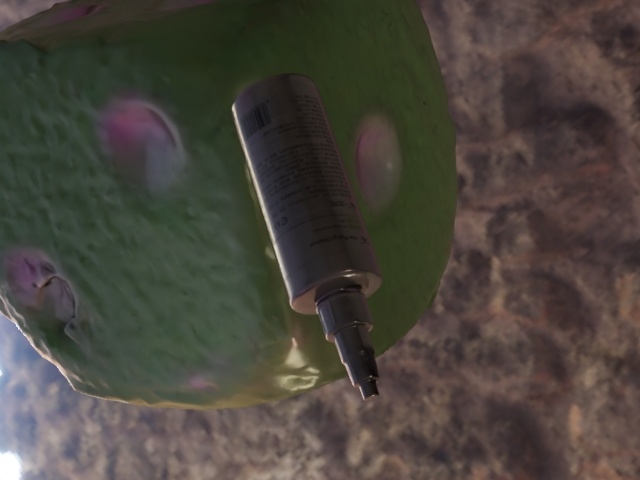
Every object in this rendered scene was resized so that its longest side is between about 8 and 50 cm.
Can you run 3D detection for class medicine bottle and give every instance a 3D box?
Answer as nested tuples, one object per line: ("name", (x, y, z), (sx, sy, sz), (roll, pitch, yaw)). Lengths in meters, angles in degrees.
("medicine bottle", (0.000, 0.000, 0.796), (0.058, 0.057, 0.199), (123, -46, -55))

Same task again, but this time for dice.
("dice", (-0.090, -0.060, 1.166), (0.330, 0.322, 0.318), (-1, -68, 32))
